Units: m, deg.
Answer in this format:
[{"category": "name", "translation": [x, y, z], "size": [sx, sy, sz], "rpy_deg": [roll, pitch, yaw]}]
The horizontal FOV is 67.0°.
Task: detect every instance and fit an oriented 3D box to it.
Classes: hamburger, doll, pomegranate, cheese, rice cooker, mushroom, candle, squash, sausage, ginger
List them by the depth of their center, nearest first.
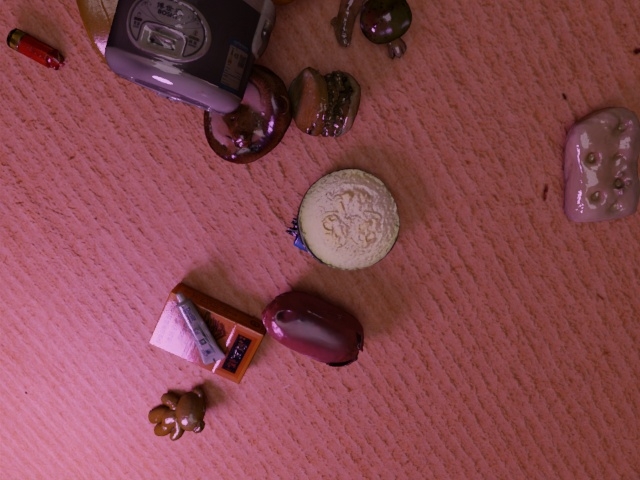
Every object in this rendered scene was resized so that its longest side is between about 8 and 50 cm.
[{"category": "rice cooker", "translation": [-0.249, -0.409, 0.939], "size": [0.289, 0.288, 0.276], "rpy_deg": [20, 97, -2]}, {"category": "pomegranate", "translation": [0.148, -0.468, 1.062], "size": [0.115, 0.114, 0.142], "rpy_deg": [-23, 130, 11]}, {"category": "ginger", "translation": [0.062, -0.508, 1.083], "size": [0.058, 0.044, 0.137], "rpy_deg": [13, 110, -19]}, {"category": "hamburger", "translation": [0.010, -0.305, 1.100], "size": [0.131, 0.185, 0.159], "rpy_deg": [-8, 78, -32]}, {"category": "mushroom", "translation": [-0.161, -0.290, 1.112], "size": [0.231, 0.138, 0.194], "rpy_deg": [-34, 67, 27]}, {"category": "cheese", "translation": [0.654, -0.172, 1.118], "size": [0.159, 0.093, 0.262], "rpy_deg": [-9, 106, 5]}, {"category": "candle", "translation": [-0.668, -0.449, 1.146], "size": [0.131, 0.052, 0.052], "rpy_deg": [27, 107, -6]}, {"category": "squash", "translation": [0.066, -0.048, 1.191], "size": [0.252, 0.049, 0.251], "rpy_deg": [0, 96, -3]}, {"category": "sausage", "translation": [-0.017, 0.228, 1.258], "size": [0.280, 0.152, 0.152], "rpy_deg": [25, 107, -6]}, {"category": "doll", "translation": [-0.412, 0.509, 1.416], "size": [0.210, 0.097, 0.137], "rpy_deg": [-21, 73, 26]}]

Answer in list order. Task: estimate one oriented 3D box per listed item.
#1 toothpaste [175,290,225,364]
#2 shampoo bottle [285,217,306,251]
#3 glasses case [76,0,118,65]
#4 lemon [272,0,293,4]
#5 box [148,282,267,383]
[{"category": "toothpaste", "translation": [-0.321, 0.228, 1.260], "size": [0.064, 0.041, 0.218], "rpy_deg": [-22, 108, 4]}, {"category": "shampoo bottle", "translation": [0.000, 0.000, 1.237], "size": [0.183, 0.050, 0.087], "rpy_deg": [27, 104, -4]}, {"category": "glasses case", "translation": [-0.444, -0.567, 1.030], "size": [0.141, 0.173, 0.371], "rpy_deg": [-11, 106, 3]}, {"category": "lemon", "translation": [-0.112, -0.591, 0.992], "size": [0.257, 0.188, 0.188], "rpy_deg": [31, 107, -11]}, {"category": "box", "translation": [-0.304, 0.253, 1.324], "size": [0.274, 0.076, 0.174], "rpy_deg": [27, 108, -4]}]
